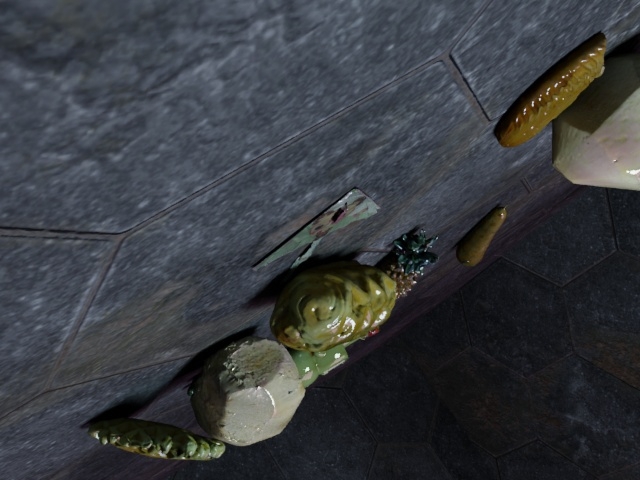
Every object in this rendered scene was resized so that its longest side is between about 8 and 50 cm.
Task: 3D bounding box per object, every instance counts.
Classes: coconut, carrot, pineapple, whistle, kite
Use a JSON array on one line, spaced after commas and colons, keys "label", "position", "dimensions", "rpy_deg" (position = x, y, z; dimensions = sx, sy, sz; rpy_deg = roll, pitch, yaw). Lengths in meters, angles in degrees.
[{"label": "coconut", "position": [-0.120, 0.255, 1.154], "dimensions": [0.194, 0.194, 0.194], "rpy_deg": [-32, 166, -9]}, {"label": "coconut", "position": [0.476, -0.172, 1.049], "dimensions": [0.237, 0.197, 0.237], "rpy_deg": [-38, 169, -9]}, {"label": "carrot", "position": [0.430, -0.021, 1.756], "dimensions": [0.078, 0.078, 0.298], "rpy_deg": [-29, 160, -23]}, {"label": "pineapple", "position": [0.162, 0.058, 1.331], "dimensions": [0.103, 0.083, 0.221], "rpy_deg": [-28, 163, -27]}, {"label": "whistle", "position": [0.006, 0.276, 1.660], "dimensions": [0.288, 0.106, 0.131], "rpy_deg": [-31, 164, -9]}, {"label": "kite", "position": [-0.001, -0.001, 0.903], "dimensions": [0.229, 0.012, 0.250], "rpy_deg": [-23, 164, -36]}]

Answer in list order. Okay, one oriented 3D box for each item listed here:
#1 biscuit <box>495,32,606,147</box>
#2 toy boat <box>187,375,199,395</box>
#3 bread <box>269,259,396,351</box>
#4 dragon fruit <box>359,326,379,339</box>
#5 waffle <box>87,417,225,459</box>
[{"label": "biscuit", "position": [0.330, -0.198, 0.958], "dimensions": [0.176, 0.031, 0.228], "rpy_deg": [-34, 166, 4]}, {"label": "toy boat", "position": [-0.166, 0.259, 1.315], "dimensions": [0.104, 0.052, 0.210], "rpy_deg": [-25, 177, 42]}, {"label": "bread", "position": [0.020, 0.102, 1.053], "dimensions": [0.152, 0.130, 0.268], "rpy_deg": [-30, 170, 21]}, {"label": "dragon fruit", "position": [0.101, 0.155, 1.478], "dimensions": [0.083, 0.106, 0.162], "rpy_deg": [-42, 162, 24]}, {"label": "waffle", "position": [-0.265, 0.329, 1.098], "dimensions": [0.214, 0.054, 0.208], "rpy_deg": [7, 160, 12]}]
